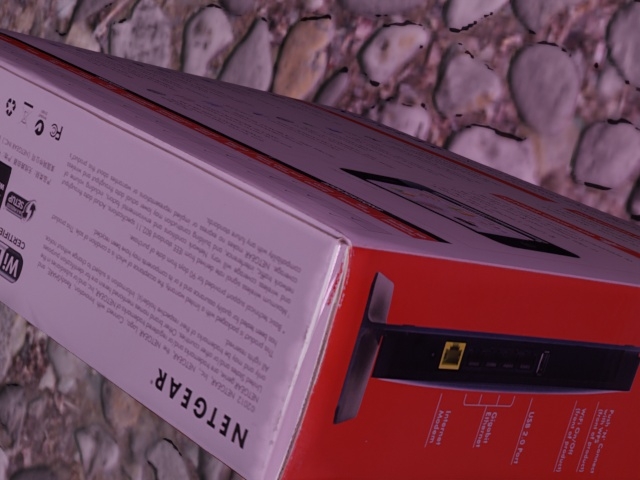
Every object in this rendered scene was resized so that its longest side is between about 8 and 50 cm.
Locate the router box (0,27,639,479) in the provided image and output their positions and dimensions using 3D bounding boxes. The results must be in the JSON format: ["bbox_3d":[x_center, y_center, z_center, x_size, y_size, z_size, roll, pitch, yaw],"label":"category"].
[{"bbox_3d":[0.000,0.000,0.663,0.335,0.301,0.082,27,103,46],"label":"router box"}]
